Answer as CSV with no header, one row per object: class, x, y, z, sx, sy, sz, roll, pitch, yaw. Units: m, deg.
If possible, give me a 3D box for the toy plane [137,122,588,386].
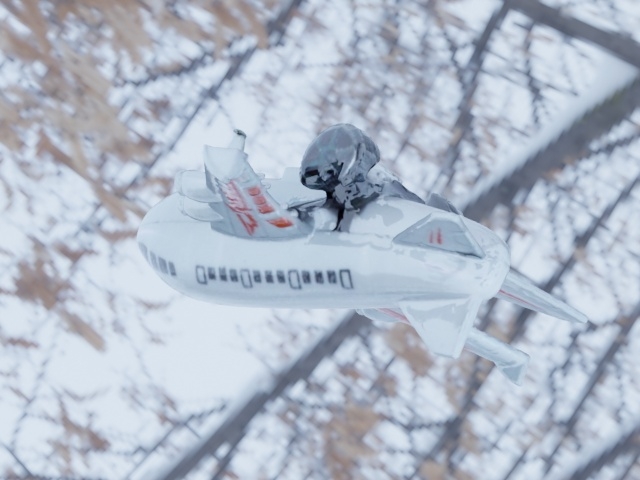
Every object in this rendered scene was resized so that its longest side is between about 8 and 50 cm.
toy plane,0.000,0.000,0.615,0.162,0.171,0.065,35,-103,-43
